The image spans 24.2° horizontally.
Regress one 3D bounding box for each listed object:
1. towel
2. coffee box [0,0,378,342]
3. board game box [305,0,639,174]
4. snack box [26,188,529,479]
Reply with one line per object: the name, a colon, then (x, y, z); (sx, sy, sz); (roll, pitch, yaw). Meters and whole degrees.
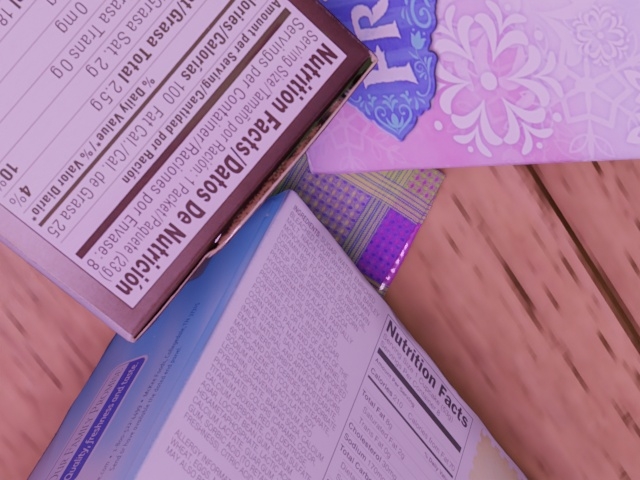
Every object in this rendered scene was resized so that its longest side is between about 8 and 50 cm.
towel: (0.000, 0.000, 0.514); (0.060, 0.009, 0.083); (29, 91, -20)
coffee box: (-0.122, -0.097, 0.385); (0.246, 0.141, 0.098); (41, 87, -22)
board game box: (0.095, -0.177, 0.354); (0.066, 0.318, 0.318); (-32, 113, -46)
snack box: (0.036, 0.163, 0.471); (0.322, 0.060, 0.187); (51, 40, -22)
